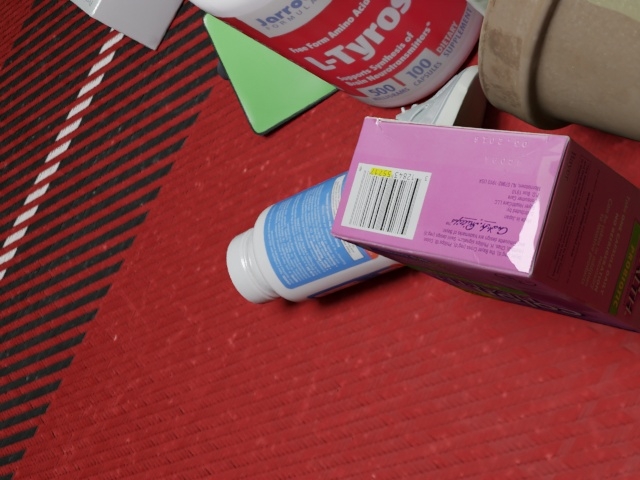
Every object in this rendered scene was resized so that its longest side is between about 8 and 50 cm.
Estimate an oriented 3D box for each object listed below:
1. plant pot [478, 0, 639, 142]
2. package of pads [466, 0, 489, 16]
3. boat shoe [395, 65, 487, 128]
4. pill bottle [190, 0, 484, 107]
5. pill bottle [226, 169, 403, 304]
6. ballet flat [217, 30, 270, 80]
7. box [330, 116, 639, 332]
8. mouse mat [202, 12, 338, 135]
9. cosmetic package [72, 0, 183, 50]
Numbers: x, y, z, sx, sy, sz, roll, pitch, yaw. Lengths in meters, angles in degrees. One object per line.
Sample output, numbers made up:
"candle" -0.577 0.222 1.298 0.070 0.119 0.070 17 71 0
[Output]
"plant pot" 0.305 -0.181 0.855 0.229 0.263 0.263 39 102 31
"package of pads" 0.152 -0.348 1.001 0.101 0.296 0.229 -31 56 26
"boat shoe" 0.110 -0.113 1.047 0.081 0.079 0.227 15 53 27
"pill bottle" -0.015 -0.315 1.061 0.229 0.408 0.229 -16 66 38
"pill bottle" 0.000 0.000 1.133 0.221 0.124 0.124 -22 62 33
"ballet flat" -0.063 -0.284 1.329 0.203 0.074 0.074 -47 50 16
"box" 0.174 -0.012 0.901 0.213 0.243 0.117 12 84 43
"mouse mat" -0.065 -0.253 1.298 0.153 0.007 0.189 -27 84 25
"cosmetic package" -0.306 -0.460 1.558 0.224 0.138 0.224 40 104 42
